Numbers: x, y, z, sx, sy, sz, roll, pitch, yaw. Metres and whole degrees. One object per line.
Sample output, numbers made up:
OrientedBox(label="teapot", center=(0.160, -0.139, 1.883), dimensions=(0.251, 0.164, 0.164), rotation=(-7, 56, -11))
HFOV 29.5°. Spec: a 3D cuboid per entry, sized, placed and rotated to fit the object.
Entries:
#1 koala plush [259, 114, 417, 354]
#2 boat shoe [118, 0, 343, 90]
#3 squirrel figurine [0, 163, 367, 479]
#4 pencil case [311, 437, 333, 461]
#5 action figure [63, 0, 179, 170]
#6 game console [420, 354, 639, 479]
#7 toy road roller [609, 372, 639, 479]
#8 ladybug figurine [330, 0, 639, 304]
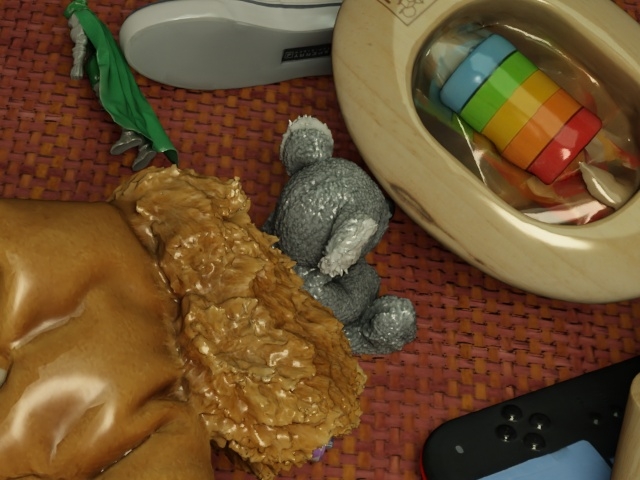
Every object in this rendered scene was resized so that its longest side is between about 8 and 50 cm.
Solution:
OrientedBox(label="koala plush", center=(0.000, 0.000, 1.236), dimensions=(0.203, 0.221, 0.196), rotation=(-9, 58, -16))
OrientedBox(label="boat shoe", center=(-0.073, -0.288, 1.476), dimensions=(0.367, 0.135, 0.156), rotation=(-8, 58, -19))
OrientedBox(label="squirrel figurine", center=(-0.135, 0.139, 0.987), dimensions=(0.397, 0.281, 0.370), rotation=(-28, 58, -22))
OrientedBox(label="pencil case", center=(-0.082, 0.159, 1.194), dimensions=(0.206, 0.086, 0.088), rotation=(10, 59, -3))
OrientedBox(label="action figure", center=(-0.246, -0.189, 1.394), dimensions=(0.063, 0.137, 0.232), rotation=(-30, 62, 7))
OrientedBox(label="game console", center=(0.313, 0.280, 1.148), dimensions=(0.342, 0.060, 0.386), rotation=(-18, 46, -20))
OrientedBox(label="toy road roller", center=(0.371, 0.145, 1.143), dimensions=(0.330, 0.202, 0.240), rotation=(-11, 30, -30))
OrientedBox(label="ladybug figurine", center=(0.197, -0.119, 1.247), dimensions=(0.305, 0.162, 0.449), rotation=(-42, 80, -9))
